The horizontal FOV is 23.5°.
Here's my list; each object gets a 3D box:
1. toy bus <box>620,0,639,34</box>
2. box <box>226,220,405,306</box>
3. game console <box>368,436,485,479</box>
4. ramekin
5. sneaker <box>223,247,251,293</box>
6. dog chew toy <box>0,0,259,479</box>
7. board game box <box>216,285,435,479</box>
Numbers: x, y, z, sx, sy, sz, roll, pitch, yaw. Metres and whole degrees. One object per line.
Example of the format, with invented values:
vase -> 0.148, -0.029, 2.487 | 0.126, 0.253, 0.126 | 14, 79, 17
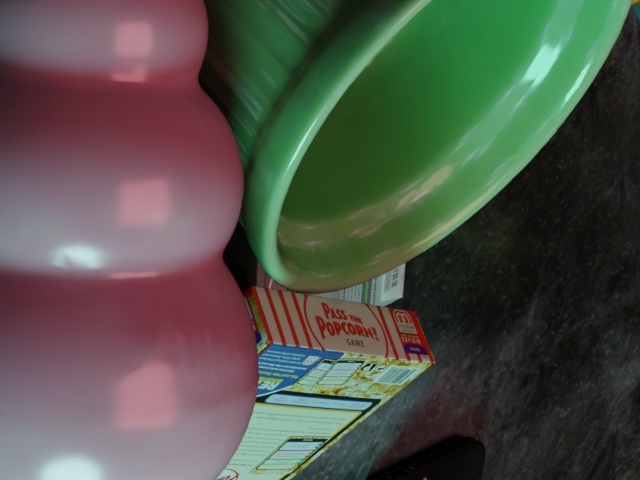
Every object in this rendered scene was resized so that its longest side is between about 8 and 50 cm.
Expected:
toy bus -> 0.270, -0.262, 1.338 | 0.202, 0.191, 0.104 | -8, 70, -54
box -> 0.000, 0.000, 1.153 | 0.186, 0.038, 0.145 | -24, 125, -48
game console -> 0.114, 0.359, 1.372 | 0.250, 0.173, 0.293 | -15, 119, -50
ramekin -> 0.039, -0.125, 0.963 | 0.303, 0.148, 0.303 | -35, 156, -18
sneaker -> -0.074, 0.053, 1.063 | 0.089, 0.051, 0.170 | -53, 139, -17
dog chew toy -> -0.130, -0.013, 0.832 | 0.207, 0.207, 0.331 | -8, 105, -53
board game box -> -0.042, 0.108, 1.015 | 0.147, 0.045, 0.193 | 12, 137, -42
